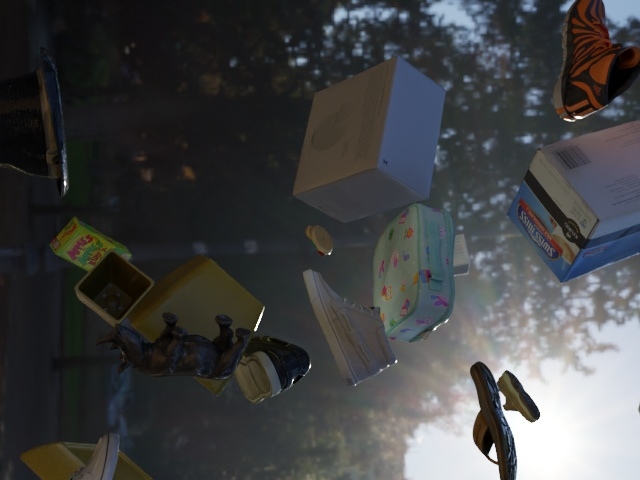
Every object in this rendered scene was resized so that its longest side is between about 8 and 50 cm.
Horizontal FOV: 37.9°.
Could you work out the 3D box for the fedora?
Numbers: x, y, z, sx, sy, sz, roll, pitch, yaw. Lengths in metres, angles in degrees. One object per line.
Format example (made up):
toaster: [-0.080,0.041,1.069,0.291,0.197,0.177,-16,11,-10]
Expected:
fedora: [-0.625,-0.243,1.972,0.334,0.152,0.334,173,-90,-73]

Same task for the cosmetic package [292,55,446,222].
cosmetic package: [0.089,-0.175,1.674,0.224,0.138,0.224,-16,-124,49]

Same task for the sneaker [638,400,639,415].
sneaker: [0.638,0.209,1.671,0.094,0.091,0.258,-174,-83,-73]

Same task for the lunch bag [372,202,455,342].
lunch bag: [0.204,0.074,1.997,0.224,0.107,0.279,135,-37,-53]

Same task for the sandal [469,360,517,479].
sandal: [0.230,0.256,1.278,0.072,0.049,0.180,30,42,-60]

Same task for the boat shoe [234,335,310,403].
boat shoe: [-0.104,0.250,1.895,0.127,0.113,0.340,65,-19,5]

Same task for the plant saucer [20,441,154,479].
plant saucer: [-0.519,0.598,2.298,0.081,0.332,0.332,-57,154,-1]

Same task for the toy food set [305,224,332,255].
toy food set: [0.000,0.000,2.297,0.020,0.083,0.083,-30,-106,29]

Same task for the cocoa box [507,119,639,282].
cocoa box: [0.652,-0.095,2.132,0.231,0.347,0.228,58,-28,30]

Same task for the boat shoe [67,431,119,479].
boat shoe: [-0.444,0.468,1.757,0.083,0.075,0.226,-23,-131,65]

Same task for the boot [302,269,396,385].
boot: [0.061,0.156,1.873,0.095,0.123,0.258,66,0,-68]

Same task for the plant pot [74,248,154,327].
plant pot: [-0.298,0.077,1.340,0.081,0.081,0.083,-51,180,-26]

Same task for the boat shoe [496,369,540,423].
boat shoe: [0.502,0.416,2.399,0.072,0.068,0.190,-47,-155,13]

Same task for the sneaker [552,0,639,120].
sneaker: [0.627,-0.418,2.047,0.180,0.124,0.321,-15,-122,53]

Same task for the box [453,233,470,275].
box: [0.345,0.045,2.519,0.102,0.101,0.087,76,3,-70]

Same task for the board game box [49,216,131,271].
board game box: [-0.553,0.024,2.252,0.043,0.092,0.181,47,6,39]

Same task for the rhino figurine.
rhino figurine: [-0.240,0.177,1.510,0.073,0.243,0.106,-113,-148,-58]

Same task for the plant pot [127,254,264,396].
plant pot: [-0.232,0.144,1.798,0.187,0.212,0.212,-50,-166,-8]
